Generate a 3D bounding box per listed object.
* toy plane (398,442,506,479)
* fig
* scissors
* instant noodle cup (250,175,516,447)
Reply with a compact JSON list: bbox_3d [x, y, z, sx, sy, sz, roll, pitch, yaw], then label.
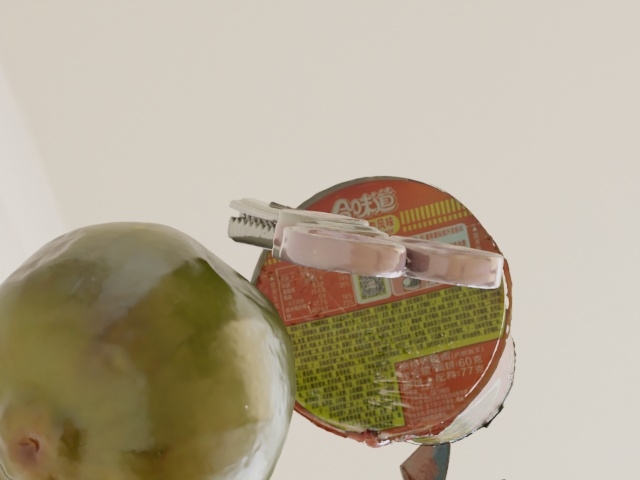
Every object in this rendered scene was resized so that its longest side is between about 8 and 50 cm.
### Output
[{"bbox_3d":[0.120,0.332,1.674,0.326,0.223,0.104,58,-169,-8],"label":"toy plane"},{"bbox_3d":[-0.112,0.082,1.195,0.207,0.207,0.230,61,-147,-24],"label":"fig"},{"bbox_3d":[0.000,0.000,1.103,0.118,0.242,0.031,6,-86,-26],"label":"scissors"},{"bbox_3d":[0.065,0.073,1.464,0.212,0.193,0.193,46,-145,-69],"label":"instant noodle cup"}]
